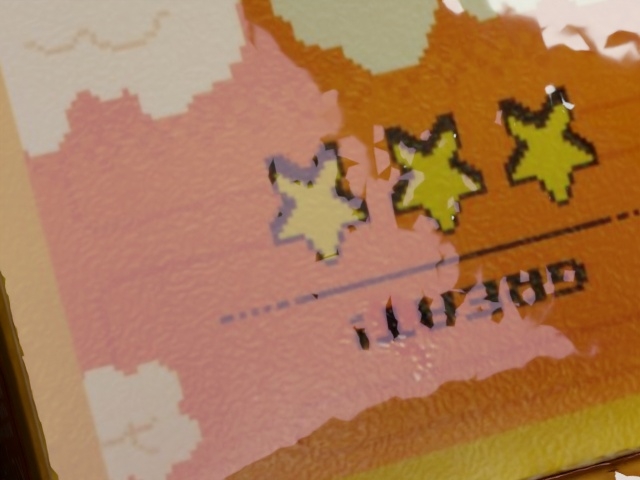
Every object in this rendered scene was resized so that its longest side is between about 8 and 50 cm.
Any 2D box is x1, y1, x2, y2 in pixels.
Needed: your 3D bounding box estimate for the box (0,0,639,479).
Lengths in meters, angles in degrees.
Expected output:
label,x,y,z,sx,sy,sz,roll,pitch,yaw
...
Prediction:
label,x,y,z,sx,sy,sz,roll,pitch,yaw
box,0.000,0.000,0.687,0.259,0.283,0.214,-12,85,-13
